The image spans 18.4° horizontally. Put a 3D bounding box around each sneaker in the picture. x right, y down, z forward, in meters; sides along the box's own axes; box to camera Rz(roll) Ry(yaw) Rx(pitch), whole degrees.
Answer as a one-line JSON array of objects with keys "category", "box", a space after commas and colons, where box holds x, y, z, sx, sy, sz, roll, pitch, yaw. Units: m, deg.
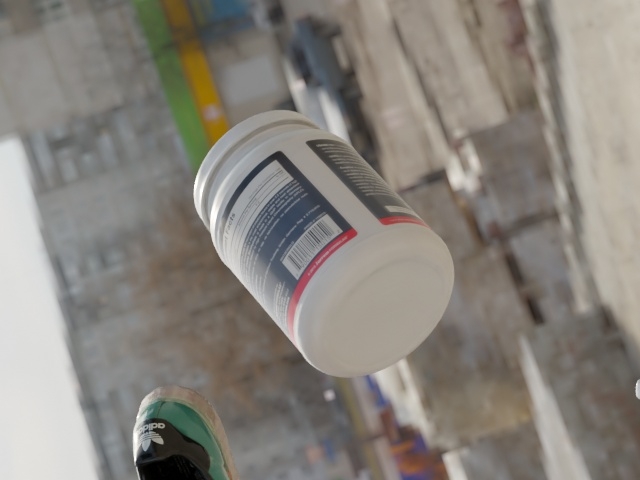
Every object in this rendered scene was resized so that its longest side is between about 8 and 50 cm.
[{"category": "sneaker", "box": [-0.108, 0.296, 1.957, 0.302, 0.108, 0.121, 61, -159, -20]}]

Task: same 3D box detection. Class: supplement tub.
[{"category": "supplement tub", "box": [0.000, 0.000, 2.130, 0.272, 0.191, 0.191, 48, 164, 40]}]

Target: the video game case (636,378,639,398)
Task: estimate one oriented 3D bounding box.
[{"category": "video game case", "box": [0.437, 0.155, 1.888, 0.183, 0.201, 0.023, 24, 116, 56]}]
